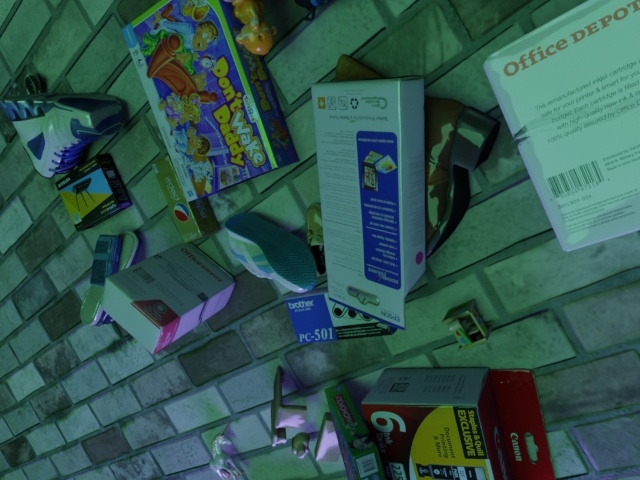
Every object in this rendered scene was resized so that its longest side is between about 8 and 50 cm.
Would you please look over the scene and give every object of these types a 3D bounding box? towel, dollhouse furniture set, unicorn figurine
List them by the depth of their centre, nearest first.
[{"bbox_3d":[-0.029,0.374,1.055,0.151,0.123,0.144,8,114,-11],"label":"dollhouse furniture set"},{"bbox_3d":[-0.499,0.046,1.129,0.067,0.029,0.120,2,82,26],"label":"towel"},{"bbox_3d":[-0.238,0.540,1.202,0.111,0.060,0.162,43,121,9],"label":"unicorn figurine"}]

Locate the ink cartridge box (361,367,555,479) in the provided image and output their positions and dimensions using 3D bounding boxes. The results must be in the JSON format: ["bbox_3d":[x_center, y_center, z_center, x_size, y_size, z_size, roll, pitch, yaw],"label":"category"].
[{"bbox_3d":[0.248,0.388,0.847,0.271,0.130,0.310,-11,100,30],"label":"ink cartridge box"}]

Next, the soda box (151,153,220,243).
[{"bbox_3d":[-0.281,-0.089,1.021,0.058,0.061,0.181,-18,97,31],"label":"soda box"}]

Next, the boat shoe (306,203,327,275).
[{"bbox_3d":[0.000,0.000,0.906,0.050,0.045,0.136,-12,100,31],"label":"boat shoe"}]

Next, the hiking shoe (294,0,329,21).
[{"bbox_3d":[-0.036,-0.503,0.724,0.132,0.113,0.304,-16,95,35],"label":"hiking shoe"}]

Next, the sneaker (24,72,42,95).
[{"bbox_3d":[-0.686,-0.351,1.179,0.044,0.040,0.109,56,141,46],"label":"sneaker"}]

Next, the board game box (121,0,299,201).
[{"bbox_3d":[-0.207,-0.273,0.912,0.233,0.078,0.347,-16,98,32],"label":"board game box"}]

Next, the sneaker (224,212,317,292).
[{"bbox_3d":[-0.091,0.033,0.935,0.228,0.087,0.092,35,144,33],"label":"sneaker"}]

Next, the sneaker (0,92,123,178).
[{"bbox_3d":[-0.570,-0.235,1.110,0.315,0.127,0.182,10,121,24],"label":"sneaker"}]

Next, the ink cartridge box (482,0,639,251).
[{"bbox_3d":[0.358,-0.152,0.620,0.198,0.114,0.273,-22,95,32],"label":"ink cartridge box"}]

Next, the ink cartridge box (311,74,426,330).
[{"bbox_3d":[0.076,-0.058,0.760,0.175,0.069,0.371,16,116,45],"label":"ink cartridge box"}]

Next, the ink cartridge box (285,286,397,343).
[{"bbox_3d":[0.039,0.136,0.929,0.207,0.046,0.097,-12,98,31],"label":"ink cartridge box"}]

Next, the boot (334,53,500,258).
[{"bbox_3d":[0.105,-0.124,0.785,0.280,0.096,0.264,30,131,24],"label":"boot"}]

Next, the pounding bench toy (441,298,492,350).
[{"bbox_3d":[0.239,0.148,0.800,0.052,0.083,0.065,-32,88,32],"label":"pounding bench toy"}]

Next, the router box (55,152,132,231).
[{"bbox_3d":[-0.543,-0.112,1.167,0.178,0.046,0.133,-21,96,32],"label":"router box"}]

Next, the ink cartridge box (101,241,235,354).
[{"bbox_3d":[-0.308,0.109,1.008,0.158,0.218,0.092,37,125,14],"label":"ink cartridge box"}]

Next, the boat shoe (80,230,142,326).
[{"bbox_3d":[-0.488,0.095,1.179,0.095,0.079,0.255,28,96,30],"label":"boat shoe"}]

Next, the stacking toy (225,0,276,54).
[{"bbox_3d":[-0.135,-0.439,0.754,0.165,0.175,0.302,20,130,69],"label":"stacking toy"}]

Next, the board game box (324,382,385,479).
[{"bbox_3d":[0.086,0.458,0.910,0.046,0.213,0.318,-17,105,-9],"label":"board game box"}]
